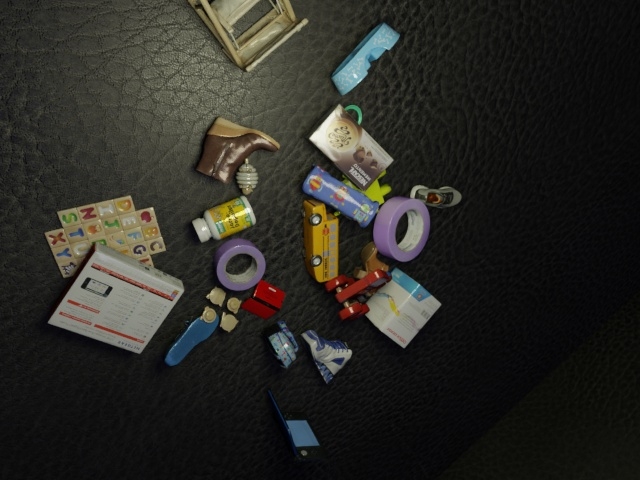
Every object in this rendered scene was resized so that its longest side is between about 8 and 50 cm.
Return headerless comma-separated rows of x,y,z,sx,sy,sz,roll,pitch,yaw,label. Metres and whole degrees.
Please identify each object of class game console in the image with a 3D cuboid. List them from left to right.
-0.240,0.247,1.837,0.144,0.085,0.124,34,63,-32,game console
-0.106,0.817,1.969,0.250,0.293,0.173,12,105,-29,game console

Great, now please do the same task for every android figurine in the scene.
0.162,-0.194,1.820,0.272,0.056,0.248,-31,121,-11,android figurine

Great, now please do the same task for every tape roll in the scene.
-0.315,0.093,1.699,0.188,0.080,0.189,-9,113,-21,tape roll
0.356,-0.051,1.909,0.274,0.090,0.275,-12,109,-36,tape roll

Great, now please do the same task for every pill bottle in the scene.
-0.351,-0.072,1.591,0.208,0.117,0.118,-24,119,-14,pill bottle

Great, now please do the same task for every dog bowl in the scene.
0.153,-0.655,1.572,0.074,0.166,0.297,43,89,-20,dog bowl

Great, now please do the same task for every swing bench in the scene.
-0.222,-0.711,1.369,0.253,0.165,0.255,-41,127,-6,swing bench

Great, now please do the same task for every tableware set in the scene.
-0.390,0.274,1.742,0.168,0.020,0.141,33,66,-30,tableware set

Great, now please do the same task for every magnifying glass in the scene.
0.091,-0.415,1.714,0.092,0.026,0.231,18,103,-30,magnifying glass

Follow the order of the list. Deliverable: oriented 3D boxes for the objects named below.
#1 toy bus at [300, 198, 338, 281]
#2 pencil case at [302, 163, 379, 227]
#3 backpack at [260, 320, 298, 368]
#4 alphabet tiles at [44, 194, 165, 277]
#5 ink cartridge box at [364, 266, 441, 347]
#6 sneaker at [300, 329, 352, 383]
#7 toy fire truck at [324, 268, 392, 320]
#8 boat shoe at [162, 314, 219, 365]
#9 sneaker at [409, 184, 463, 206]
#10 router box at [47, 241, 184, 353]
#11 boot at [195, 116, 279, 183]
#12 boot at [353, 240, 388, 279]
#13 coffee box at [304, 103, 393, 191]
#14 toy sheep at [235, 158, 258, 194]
0.000,0.000,1.792,0.130,0.108,0.333,-10,114,-22,toy bus
0.074,-0.170,1.688,0.306,0.133,0.119,31,89,-2,pencil case
-0.160,0.449,1.863,0.116,0.173,0.158,-29,119,-12,backpack
-0.727,0.005,1.508,0.342,0.011,0.285,-16,116,-19,alphabet tiles
0.370,0.312,2.042,0.270,0.197,0.198,-50,123,0,ink cartridge box
0.038,0.500,2.019,0.182,0.127,0.316,-33,128,-14,sneaker
0.181,0.207,1.848,0.253,0.169,0.302,-31,162,13,toy fire truck
-0.515,0.366,1.706,0.258,0.089,0.109,-39,110,-33,boat shoe
0.535,-0.187,1.970,0.271,0.108,0.100,-1,109,-26,sneaker
-0.711,0.211,1.549,0.335,0.082,0.301,33,96,-33,router box
-0.285,-0.291,1.521,0.248,0.090,0.207,19,87,-9,boot
0.250,0.101,1.976,0.152,0.073,0.197,14,116,-28,boot
0.107,-0.346,1.656,0.297,0.119,0.168,42,94,-19,coffee box
-0.266,-0.230,1.586,0.091,0.091,0.132,1,104,-25,toy sheep
